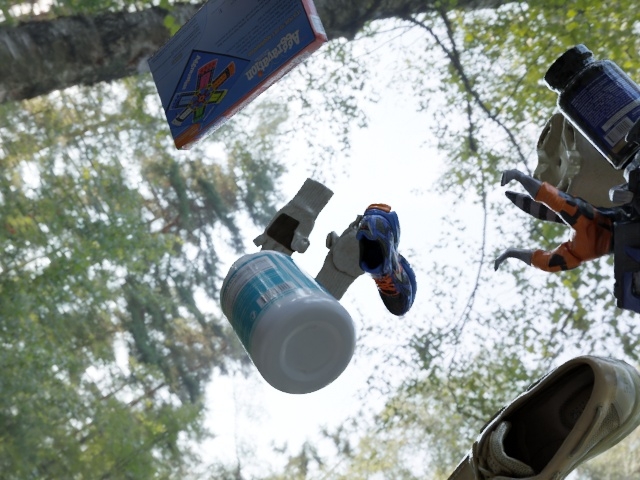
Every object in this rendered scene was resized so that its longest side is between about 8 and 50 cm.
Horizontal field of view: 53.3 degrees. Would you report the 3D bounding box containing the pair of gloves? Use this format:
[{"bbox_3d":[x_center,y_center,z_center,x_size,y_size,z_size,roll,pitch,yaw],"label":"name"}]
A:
[{"bbox_3d":[0.000,0.000,1.323,0.240,0.204,0.042,39,-4,18],"label":"pair of gloves"}]

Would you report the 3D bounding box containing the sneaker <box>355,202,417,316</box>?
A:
[{"bbox_3d":[0.107,0.046,1.128,0.083,0.087,0.221,-2,-60,37],"label":"sneaker"}]

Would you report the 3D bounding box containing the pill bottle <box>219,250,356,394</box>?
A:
[{"bbox_3d":[-0.063,0.104,0.949,0.264,0.146,0.146,40,-28,60],"label":"pill bottle"}]

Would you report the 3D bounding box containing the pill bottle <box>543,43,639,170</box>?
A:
[{"bbox_3d":[0.507,-0.242,1.139,0.219,0.123,0.122,56,-28,21],"label":"pill bottle"}]

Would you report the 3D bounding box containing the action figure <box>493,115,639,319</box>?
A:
[{"bbox_3d":[0.454,-0.060,1.004,0.331,0.178,0.341,7,-63,18],"label":"action figure"}]

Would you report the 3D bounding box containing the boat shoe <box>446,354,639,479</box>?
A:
[{"bbox_3d":[0.230,0.259,0.767,0.341,0.110,0.121,-55,-141,19],"label":"boat shoe"}]

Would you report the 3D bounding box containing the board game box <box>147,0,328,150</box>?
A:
[{"bbox_3d":[-0.119,-0.243,0.826,0.281,0.027,0.145,-27,-103,38],"label":"board game box"}]

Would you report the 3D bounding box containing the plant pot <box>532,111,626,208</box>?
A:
[{"bbox_3d":[0.645,-0.156,1.372,0.334,0.306,0.333,-177,-90,-84],"label":"plant pot"}]
